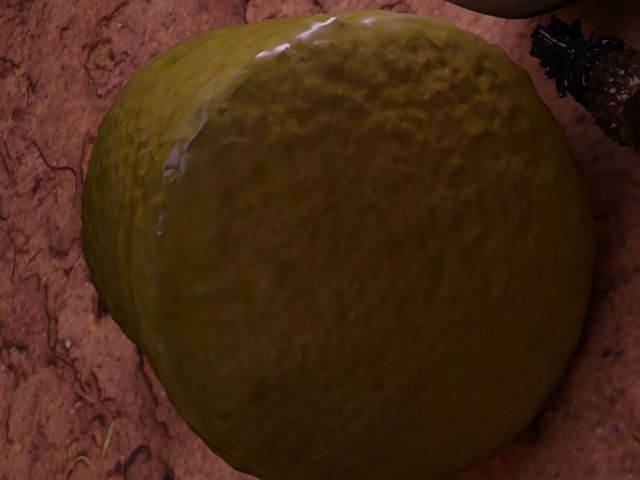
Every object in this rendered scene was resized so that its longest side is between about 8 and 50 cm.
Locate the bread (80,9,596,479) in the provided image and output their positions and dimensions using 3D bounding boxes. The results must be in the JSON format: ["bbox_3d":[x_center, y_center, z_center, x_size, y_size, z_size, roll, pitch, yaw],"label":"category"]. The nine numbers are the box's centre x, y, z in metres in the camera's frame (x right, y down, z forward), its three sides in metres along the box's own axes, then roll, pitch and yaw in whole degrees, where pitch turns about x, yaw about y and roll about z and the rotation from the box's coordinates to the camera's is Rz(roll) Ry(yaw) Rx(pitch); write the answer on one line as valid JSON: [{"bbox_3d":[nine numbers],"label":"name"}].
[{"bbox_3d":[0.000,0.000,1.413,0.348,0.348,0.308,-67,23,-1],"label":"bread"}]

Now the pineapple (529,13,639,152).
[{"bbox_3d":[0.207,-0.122,1.415,0.074,0.074,0.159,-60,32,11],"label":"pineapple"}]

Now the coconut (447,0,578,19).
[{"bbox_3d":[0.152,-0.287,1.450,0.266,0.237,0.237,-7,65,48],"label":"coconut"}]
